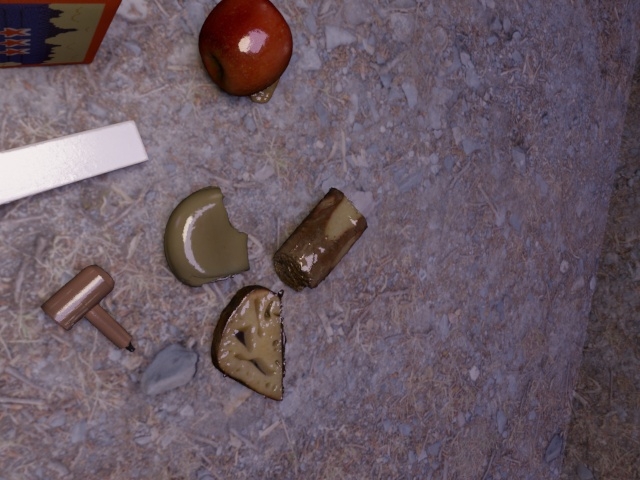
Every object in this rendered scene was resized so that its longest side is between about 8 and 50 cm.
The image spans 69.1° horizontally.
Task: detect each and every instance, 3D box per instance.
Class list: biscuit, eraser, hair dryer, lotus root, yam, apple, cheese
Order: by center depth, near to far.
[{"bbox_3d":[-0.455,-0.126,0.786,0.298,0.076,0.078,-25,106,-30],"label":"eraser"},{"bbox_3d":[-0.400,0.142,0.856,0.117,0.064,0.182,-47,124,-24],"label":"hair dryer"},{"bbox_3d":[-0.149,-0.387,0.920,0.168,0.181,0.181,-39,113,-18],"label":"apple"},{"bbox_3d":[-0.227,-0.007,0.940,0.175,0.091,0.203,-8,98,-35],"label":"cheese"},{"bbox_3d":[-0.153,0.227,1.015,0.170,0.074,0.261,3,93,-34],"label":"lotus root"},{"bbox_3d":[-0.122,-0.374,1.033,0.071,0.018,0.147,29,75,-33],"label":"biscuit"},{"bbox_3d":[0.000,0.001,1.079,0.238,0.129,0.128,-47,152,-22],"label":"yam"}]

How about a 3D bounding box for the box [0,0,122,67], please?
[{"bbox_3d":[-0.462,-0.442,0.617,0.256,0.318,0.349,-18,104,-32],"label":"box"}]
